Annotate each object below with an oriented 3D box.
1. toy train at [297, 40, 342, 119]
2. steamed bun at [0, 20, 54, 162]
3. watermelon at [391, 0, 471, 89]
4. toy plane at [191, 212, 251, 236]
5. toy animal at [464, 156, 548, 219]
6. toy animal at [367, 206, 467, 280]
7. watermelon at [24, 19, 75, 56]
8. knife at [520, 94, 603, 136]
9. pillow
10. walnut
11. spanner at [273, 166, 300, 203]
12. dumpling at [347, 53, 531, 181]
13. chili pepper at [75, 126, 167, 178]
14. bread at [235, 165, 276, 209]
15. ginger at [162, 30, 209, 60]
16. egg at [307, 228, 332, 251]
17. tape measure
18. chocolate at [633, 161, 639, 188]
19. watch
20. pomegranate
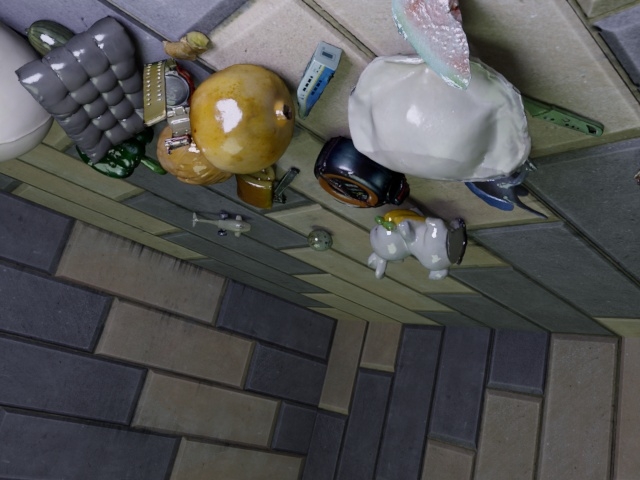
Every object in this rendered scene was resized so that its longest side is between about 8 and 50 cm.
[{"bbox_3d":[-0.020,-0.312,1.040,0.051,0.052,0.234,21,163,-13],"label":"toy train"},{"bbox_3d":[-0.762,-0.332,1.083,0.374,0.334,0.334,32,161,-5],"label":"steamed bun"},{"bbox_3d":[0.188,-0.319,0.786,0.180,0.081,0.094,56,172,-12],"label":"watermelon"},{"bbox_3d":[-0.408,-0.071,2.083,0.286,0.092,0.108,6,-173,18],"label":"toy plane"},{"bbox_3d":[0.388,-0.132,1.136,0.176,0.255,0.239,-35,174,38],"label":"toy animal"},{"bbox_3d":[0.275,0.006,1.568,0.310,0.183,0.247,-1,124,34],"label":"toy animal"},{"bbox_3d":[-0.563,-0.420,1.085,0.111,0.078,0.078,29,157,-37],"label":"watermelon"},{"bbox_3d":[0.405,-0.247,0.963,0.293,0.020,0.043,16,161,-9],"label":"knife"},{"bbox_3d":[-0.480,-0.320,1.123,0.101,0.228,0.326,47,167,15],"label":"pillow"},{"bbox_3d":[-0.307,-0.233,1.302,0.222,0.195,0.195,10,164,38],"label":"walnut"},{"bbox_3d":[-0.126,-0.170,1.629,0.093,0.026,0.325,19,161,-14],"label":"spanner"},{"bbox_3d":[0.194,-0.235,0.950,0.341,0.181,0.260,42,161,42],"label":"dumpling"},{"bbox_3d":[-0.536,-0.262,1.433,0.261,0.174,0.165,24,135,-27],"label":"chili pepper"},{"bbox_3d":[-0.191,-0.172,1.528,0.132,0.103,0.172,23,162,4],"label":"bread"},{"bbox_3d":[-0.262,-0.385,1.019,0.057,0.044,0.137,-18,-163,-42],"label":"ginger"},{"bbox_3d":[0.000,0.000,1.964,0.085,0.085,0.110,-3,171,43],"label":"egg"},{"bbox_3d":[0.093,-0.169,1.275,0.202,0.135,0.223,11,164,46],"label":"tape measure"},{"bbox_3d":[0.787,-0.123,0.988,0.329,0.065,0.102,11,144,5],"label":"chocolate"},{"bbox_3d":[-0.308,-0.265,1.043,0.102,0.268,0.165,-14,139,0],"label":"watch"},{"bbox_3d":[-0.165,-0.252,1.067,0.233,0.233,0.233,13,163,4],"label":"pomegranate"}]
